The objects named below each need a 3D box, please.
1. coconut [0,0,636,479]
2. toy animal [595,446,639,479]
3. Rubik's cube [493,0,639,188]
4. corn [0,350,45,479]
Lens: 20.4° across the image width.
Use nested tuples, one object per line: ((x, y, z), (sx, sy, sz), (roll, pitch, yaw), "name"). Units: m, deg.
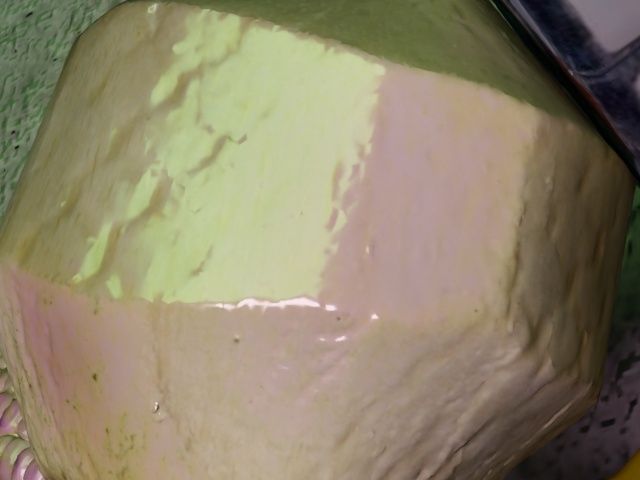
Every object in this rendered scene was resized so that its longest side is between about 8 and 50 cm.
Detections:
((0.000, 0.000, 0.700), (0.259, 0.259, 0.259), (-22, 47, 25), "coconut")
((0.143, 0.129, 0.675), (0.230, 0.156, 0.156), (-32, 43, 10), "toy animal")
((0.199, -0.174, 0.754), (0.292, 0.293, 0.287), (-40, 41, 9), "Rubik's cube")
((-0.107, 0.121, 0.898), (0.335, 0.126, 0.126), (22, 73, 47), "corn")
